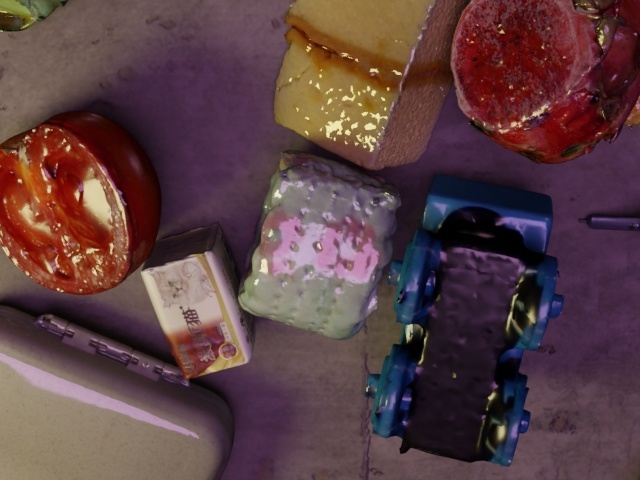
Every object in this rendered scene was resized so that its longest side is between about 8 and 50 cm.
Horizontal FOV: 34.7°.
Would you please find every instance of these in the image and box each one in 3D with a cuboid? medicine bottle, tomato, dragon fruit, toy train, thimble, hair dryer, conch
[{"bbox_3d":[-0.310,0.251,1.287,0.375,0.123,0.282,24,109,-10],"label":"medicine bottle"},{"bbox_3d":[-0.263,-0.050,1.172,0.233,0.139,0.200,-11,106,40],"label":"tomato"},{"bbox_3d":[0.232,-0.200,1.058,0.147,0.211,0.282,11,151,-37],"label":"dragon fruit"},{"bbox_3d":[0.163,0.097,1.166,0.188,0.265,0.300,11,111,7],"label":"toy train"},{"bbox_3d":[0.000,0.000,1.163,0.149,0.185,0.211,17,133,-6],"label":"thimble"},{"bbox_3d":[0.371,-0.023,1.244,0.114,0.063,0.037,3,112,22],"label":"hair dryer"},{"bbox_3d":[-0.349,-0.274,1.122,0.201,0.079,0.095,-4,124,19],"label":"conch"}]

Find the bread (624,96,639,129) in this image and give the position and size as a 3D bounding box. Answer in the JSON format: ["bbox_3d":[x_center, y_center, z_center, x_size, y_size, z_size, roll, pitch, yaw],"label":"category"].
[{"bbox_3d":[0.391,-0.183,1.131,0.229,0.143,0.139,5,111,-5],"label":"bread"}]

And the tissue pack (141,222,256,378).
[{"bbox_3d":[-0.146,0.072,1.233,0.099,0.106,0.149,-16,109,6],"label":"tissue pack"}]

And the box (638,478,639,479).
[{"bbox_3d":[0.489,0.356,1.336,0.151,0.135,0.151,1,112,2],"label":"box"}]

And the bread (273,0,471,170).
[{"bbox_3d":[0.058,-0.222,1.174,0.178,0.135,0.240,28,111,24],"label":"bread"}]
